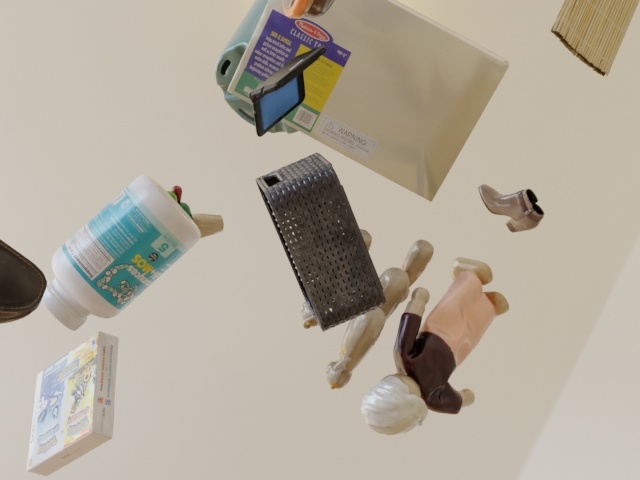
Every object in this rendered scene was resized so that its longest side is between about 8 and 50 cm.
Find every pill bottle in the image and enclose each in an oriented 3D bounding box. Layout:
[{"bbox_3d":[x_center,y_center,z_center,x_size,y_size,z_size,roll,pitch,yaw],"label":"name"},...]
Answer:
[{"bbox_3d":[-0.336,0.027,1.698,0.146,0.264,0.146,48,0,0],"label":"pill bottle"}]

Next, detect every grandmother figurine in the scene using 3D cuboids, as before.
[{"bbox_3d":[0.173,0.175,1.576,0.104,0.342,0.208,-26,-78,47],"label":"grandmother figurine"}]

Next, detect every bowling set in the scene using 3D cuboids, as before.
[{"bbox_3d":[0.034,0.071,1.595,0.200,0.154,0.287,34,36,10],"label":"bowling set"}]

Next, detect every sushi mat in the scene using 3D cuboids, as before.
[{"bbox_3d":[0.525,-0.467,1.865,0.151,0.316,0.019,31,-11,-29],"label":"sushi mat"}]

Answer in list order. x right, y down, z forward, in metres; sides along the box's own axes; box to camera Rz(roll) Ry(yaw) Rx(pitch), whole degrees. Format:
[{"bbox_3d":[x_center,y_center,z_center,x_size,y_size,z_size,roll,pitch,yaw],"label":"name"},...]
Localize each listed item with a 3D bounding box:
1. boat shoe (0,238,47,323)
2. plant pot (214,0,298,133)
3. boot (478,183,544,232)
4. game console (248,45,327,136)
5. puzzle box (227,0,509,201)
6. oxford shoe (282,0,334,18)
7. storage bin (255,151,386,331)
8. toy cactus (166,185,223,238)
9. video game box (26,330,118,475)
[{"bbox_3d":[-0.502,0.013,1.328,0.355,0.132,0.130,27,-31,-37],"label":"boat shoe"},{"bbox_3d":[-0.060,-0.448,2.423,0.341,0.334,0.341,21,-37,17],"label":"plant pot"},{"bbox_3d":[0.339,-0.068,1.814,0.118,0.042,0.087,50,-36,3],"label":"boot"},{"bbox_3d":[-0.042,-0.220,1.527,0.107,0.122,0.071,-11,-62,49],"label":"game console"},{"bbox_3d":[0.076,-0.279,1.750,0.409,0.272,0.052,29,23,1],"label":"puzzle box"},{"bbox_3d":[0.071,-0.380,1.054,0.132,0.364,0.130,24,2,-20],"label":"oxford shoe"},{"bbox_3d":[0.000,0.000,1.204,0.122,0.084,0.180,-127,-165,-73],"label":"storage bin"},{"bbox_3d":[-0.279,-0.028,1.980,0.180,0.219,0.112,-6,45,-25],"label":"toy cactus"},{"bbox_3d":[-0.420,0.278,1.752,0.048,0.187,0.205,24,-43,-38],"label":"video game box"}]
